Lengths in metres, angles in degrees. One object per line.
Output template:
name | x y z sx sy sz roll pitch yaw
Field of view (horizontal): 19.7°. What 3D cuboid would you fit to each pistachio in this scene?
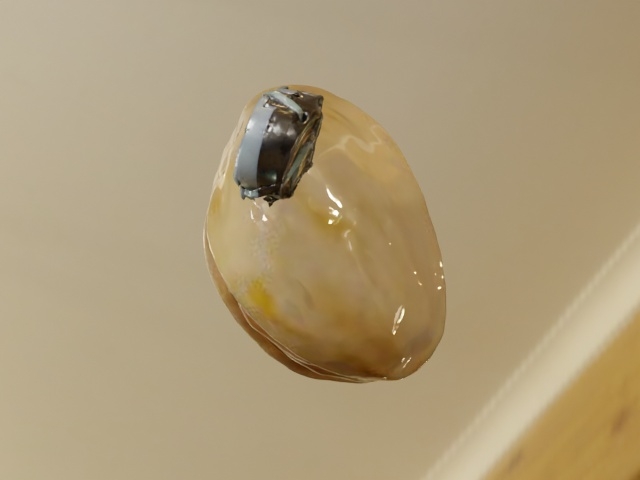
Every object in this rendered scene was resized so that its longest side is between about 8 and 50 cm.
pistachio | 0.000 0.000 1.800 0.230 0.230 0.309 -29 -88 48

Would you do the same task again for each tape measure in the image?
tape measure | -0.031 -0.076 1.438 0.054 0.094 0.091 22 -61 11
